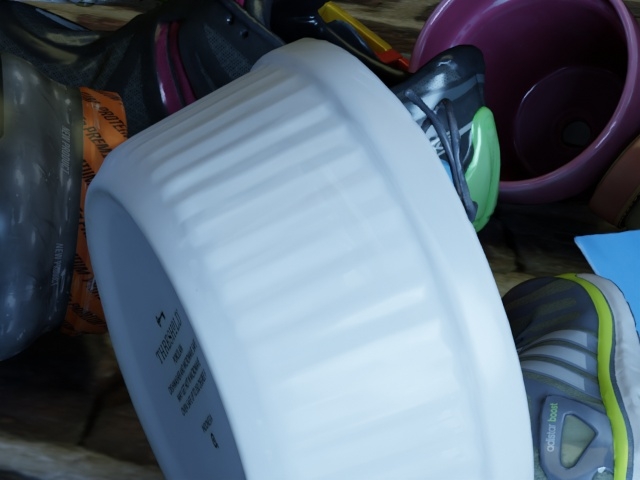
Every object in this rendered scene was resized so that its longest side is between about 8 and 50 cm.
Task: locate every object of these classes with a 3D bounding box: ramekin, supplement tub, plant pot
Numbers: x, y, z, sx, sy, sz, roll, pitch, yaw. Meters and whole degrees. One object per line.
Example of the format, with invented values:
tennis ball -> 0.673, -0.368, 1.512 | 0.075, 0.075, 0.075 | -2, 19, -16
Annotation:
ramekin -> -0.017, 0.050, 0.891 | 0.127, 0.273, 0.273 | -21, 28, -17
supplement tub -> -0.281, -0.024, 1.094 | 0.316, 0.194, 0.193 | 2, 19, -15
plant pot -> 0.196, -0.117, 1.557 | 0.201, 0.201, 0.180 | 18, -5, 27

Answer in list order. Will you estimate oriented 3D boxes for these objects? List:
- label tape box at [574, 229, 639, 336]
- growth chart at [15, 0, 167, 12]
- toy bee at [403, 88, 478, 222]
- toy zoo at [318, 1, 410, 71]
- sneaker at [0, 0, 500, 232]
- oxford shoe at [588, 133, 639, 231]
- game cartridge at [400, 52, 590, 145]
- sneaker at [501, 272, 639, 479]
label tape box -> 0.362, 0.043, 1.139 | 0.333, 0.106, 0.241 | -4, 51, -32
growth chart -> -0.185, -0.214, 1.559 | 0.237, 0.021, 0.172 | 2, -7, -15
toy bee -> 0.013, 0.001, 1.121 | 0.162, 0.298, 0.195 | -13, 48, 3
toy zoo -> 0.026, -0.142, 1.644 | 0.293, 0.030, 0.192 | 40, 28, 16
sneaker -> -0.073, -0.135, 1.487 | 0.482, 0.202, 0.185 | 14, 19, 19
oxford shoe -> 0.345, -0.038, 1.563 | 0.130, 0.123, 0.348 | 42, 30, 16
game cartridge -> 0.226, -0.128, 1.768 | 0.294, 0.060, 0.196 | 15, 5, 21
sneaker -> 0.123, 0.093, 1.049 | 0.121, 0.111, 0.300 | 2, 16, -5
